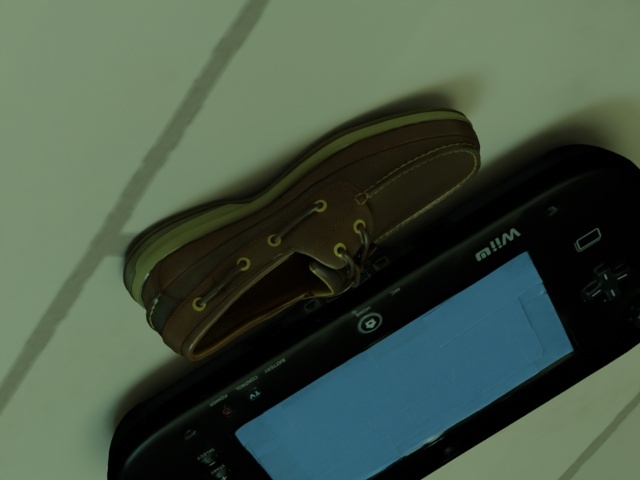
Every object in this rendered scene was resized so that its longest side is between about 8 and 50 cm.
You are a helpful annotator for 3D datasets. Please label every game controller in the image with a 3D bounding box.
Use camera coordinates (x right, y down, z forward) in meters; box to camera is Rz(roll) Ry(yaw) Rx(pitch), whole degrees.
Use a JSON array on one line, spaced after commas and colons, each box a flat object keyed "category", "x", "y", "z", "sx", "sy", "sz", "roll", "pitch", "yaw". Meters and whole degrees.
[{"category": "game controller", "x": 0.042, "y": 0.070, "z": 0.988, "sx": 0.319, "sy": 0.067, "sz": 0.166, "roll": -32, "pitch": 148, "yaw": 0}]

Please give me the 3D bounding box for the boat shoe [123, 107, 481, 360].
[{"category": "boat shoe", "x": 0.000, "y": 0.000, "z": 0.862, "sx": 0.178, "sy": 0.060, "sz": 0.064, "roll": -27, "pitch": 148, "yaw": -8}]
